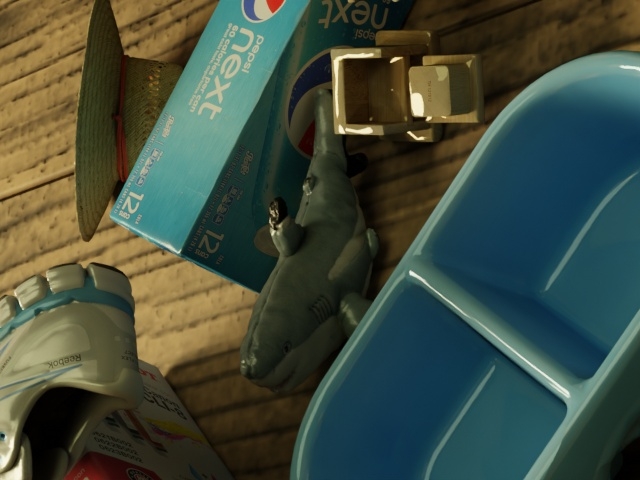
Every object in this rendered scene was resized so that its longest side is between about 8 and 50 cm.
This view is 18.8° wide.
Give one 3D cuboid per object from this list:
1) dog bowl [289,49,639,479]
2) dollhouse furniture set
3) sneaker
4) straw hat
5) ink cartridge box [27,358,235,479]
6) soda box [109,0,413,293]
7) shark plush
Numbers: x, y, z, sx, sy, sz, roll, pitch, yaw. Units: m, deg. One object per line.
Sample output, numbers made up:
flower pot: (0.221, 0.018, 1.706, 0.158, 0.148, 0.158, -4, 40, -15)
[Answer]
dog bowl: (0.094, 0.048, 0.838, 0.297, 0.074, 0.166, -56, 42, 6)
dollhouse furniture set: (0.104, -0.126, 0.934, 0.182, 0.101, 0.160, 5, 100, 41)
sneaker: (-0.157, 0.091, 0.876, 0.191, 0.071, 0.083, -37, 52, 18)
straw hat: (-0.098, -0.068, 1.092, 0.061, 0.144, 0.144, 4, 66, 1)
ink cartridge box: (-0.126, 0.139, 0.966, 0.127, 0.128, 0.176, -52, 44, 9)
soda box: (-0.024, -0.083, 1.026, 0.071, 0.067, 0.210, 26, 89, 48)
shark plush: (0.000, 0.000, 0.959, 0.073, 0.067, 0.161, 5, 73, 46)
